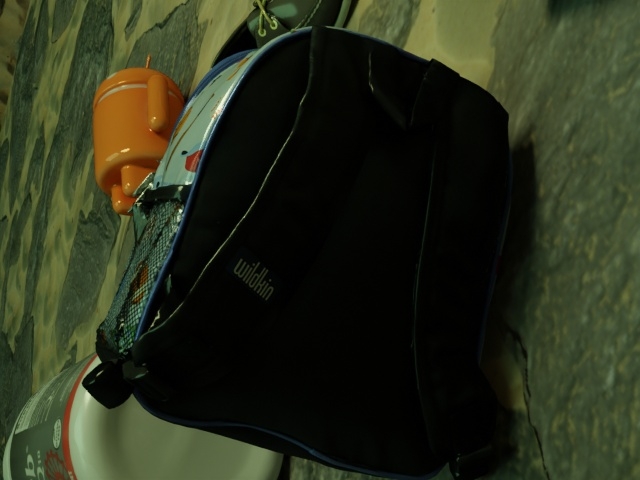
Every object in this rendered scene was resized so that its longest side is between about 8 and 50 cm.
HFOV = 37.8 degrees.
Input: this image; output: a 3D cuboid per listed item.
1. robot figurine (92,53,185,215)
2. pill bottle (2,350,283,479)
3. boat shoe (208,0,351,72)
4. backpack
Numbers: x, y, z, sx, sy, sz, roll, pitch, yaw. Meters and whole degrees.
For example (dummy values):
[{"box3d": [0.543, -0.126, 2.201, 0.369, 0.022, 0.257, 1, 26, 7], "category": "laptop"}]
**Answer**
[{"box3d": [-0.239, -0.136, 1.241, 0.158, 0.128, 0.219, 66, -166, -61], "category": "robot figurine"}, {"box3d": [-0.206, 0.220, 0.986, 0.363, 0.210, 0.210, -30, 57, 55], "category": "pill bottle"}, {"box3d": [-0.043, -0.207, 0.935, 0.228, 0.069, 0.081, -39, 51, 55], "category": "boat shoe"}, {"box3d": [0.000, 0.000, 0.624, 0.213, 0.277, 0.263, 20, 89, 61], "category": "backpack"}]
